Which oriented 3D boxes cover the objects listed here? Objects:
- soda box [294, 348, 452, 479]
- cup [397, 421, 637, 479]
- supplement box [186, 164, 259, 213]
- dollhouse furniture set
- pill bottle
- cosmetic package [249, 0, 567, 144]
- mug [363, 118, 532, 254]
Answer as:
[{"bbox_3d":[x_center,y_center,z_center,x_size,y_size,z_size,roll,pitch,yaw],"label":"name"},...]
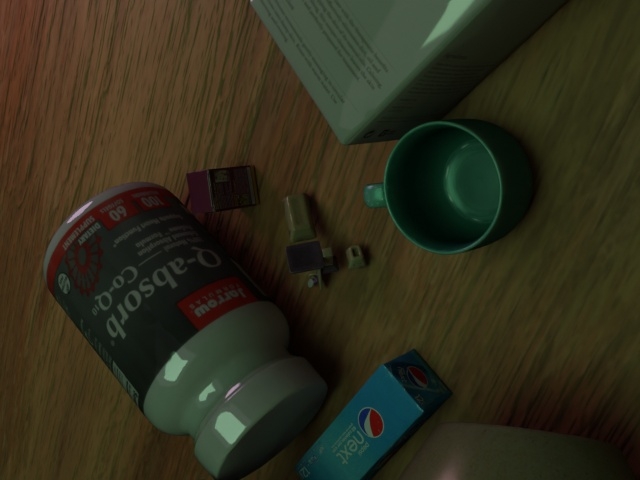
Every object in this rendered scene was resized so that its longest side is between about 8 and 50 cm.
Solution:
[{"bbox_3d":[0.058,0.226,0.923,0.071,0.067,0.210,48,125,21],"label":"soda box"},{"bbox_3d":[0.178,0.296,0.714,0.331,0.331,0.237,-6,68,40],"label":"cup"},{"bbox_3d":[-0.124,-0.065,1.005,0.043,0.083,0.055,-4,95,39],"label":"supplement box"},{"bbox_3d":[0.000,0.000,0.966,0.081,0.091,0.114,85,173,-61],"label":"dollhouse furniture set"},{"bbox_3d":[-0.170,0.110,0.995,0.363,0.210,0.210,44,123,24],"label":"pill bottle"},{"bbox_3d":[0.124,-0.273,0.718,0.365,0.155,0.197,-40,74,36],"label":"cosmetic package"},{"bbox_3d":[0.133,-0.062,0.788,0.157,0.097,0.129,34,119,30],"label":"mug"}]
